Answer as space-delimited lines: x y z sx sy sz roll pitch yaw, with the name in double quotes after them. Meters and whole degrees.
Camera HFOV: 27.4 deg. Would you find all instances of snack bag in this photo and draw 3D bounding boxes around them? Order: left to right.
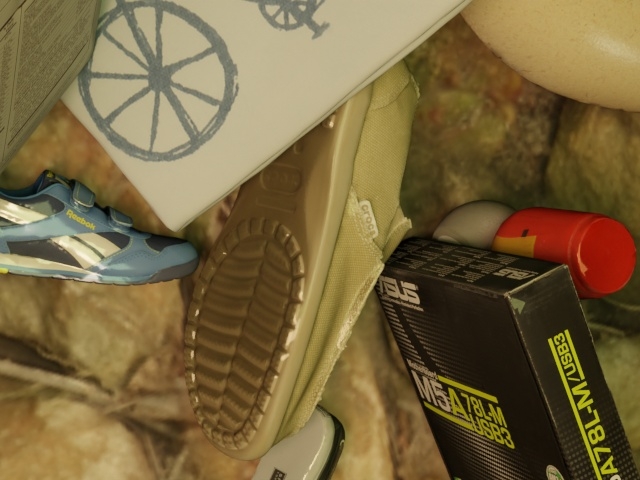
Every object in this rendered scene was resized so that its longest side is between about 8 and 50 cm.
-0.077 -0.211 0.646 0.323 0.037 0.342 -37 100 27 "snack bag"

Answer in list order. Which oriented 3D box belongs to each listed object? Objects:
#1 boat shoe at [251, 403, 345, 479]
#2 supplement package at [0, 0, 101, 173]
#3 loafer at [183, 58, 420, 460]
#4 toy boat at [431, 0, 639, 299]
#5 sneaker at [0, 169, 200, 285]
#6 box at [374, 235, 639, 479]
-0.027 0.165 0.792 0.142 0.049 0.040 -60 148 0 "boat shoe"
-0.209 -0.136 0.528 0.199 0.262 0.198 30 58 1 "supplement package"
0.000 0.000 0.755 0.092 0.102 0.268 11 98 -42 "loafer"
0.149 -0.113 0.788 0.268 0.148 0.318 18 82 -26 "toy boat"
-0.135 -0.007 0.732 0.144 0.053 0.059 8 90 -21 "sneaker"
0.107 0.093 0.755 0.045 0.191 0.184 -28 104 -16 "box"
